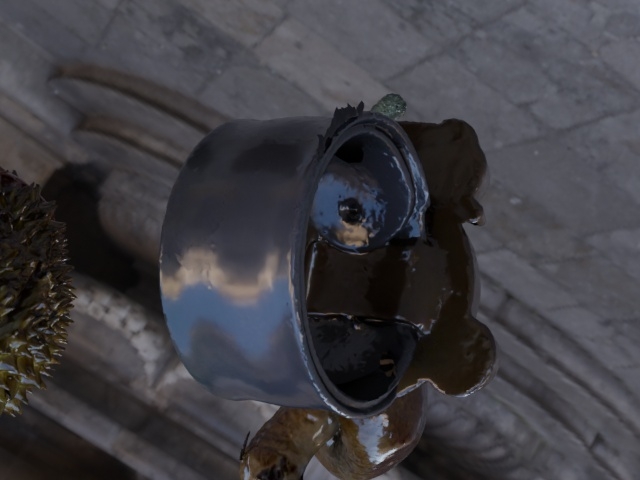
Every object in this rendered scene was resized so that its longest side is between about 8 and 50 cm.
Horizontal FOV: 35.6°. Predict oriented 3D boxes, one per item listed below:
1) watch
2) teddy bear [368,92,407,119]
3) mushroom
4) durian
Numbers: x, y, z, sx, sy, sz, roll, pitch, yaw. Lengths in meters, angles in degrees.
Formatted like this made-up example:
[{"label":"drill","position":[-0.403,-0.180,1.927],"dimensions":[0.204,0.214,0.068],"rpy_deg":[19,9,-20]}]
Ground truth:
[{"label":"watch","position":[0.000,0.000,0.982],"dimensions":[0.314,0.335,0.327],"rpy_deg":[3,167,30]},{"label":"teddy bear","position":[0.073,-0.148,1.679],"dimensions":[0.133,0.213,0.111],"rpy_deg":[53,-165,25]},{"label":"mushroom","position":[0.000,0.253,1.557],"dimensions":[0.331,0.356,0.334],"rpy_deg":[64,-179,-74]},{"label":"durian","position":[-0.426,0.042,1.019],"dimensions":[0.384,0.348,0.347],"rpy_deg":[36,170,24]}]
